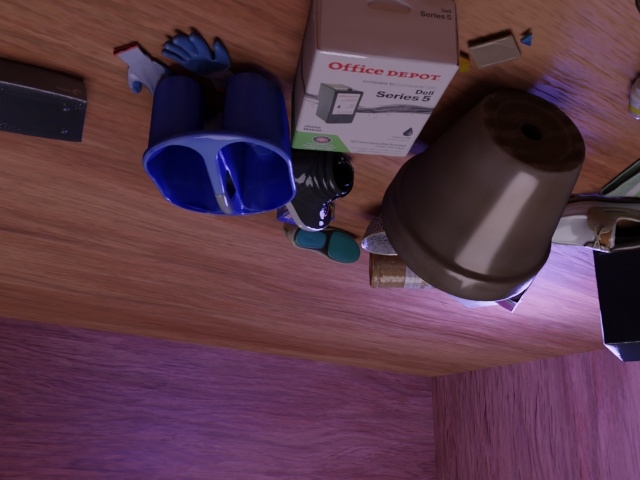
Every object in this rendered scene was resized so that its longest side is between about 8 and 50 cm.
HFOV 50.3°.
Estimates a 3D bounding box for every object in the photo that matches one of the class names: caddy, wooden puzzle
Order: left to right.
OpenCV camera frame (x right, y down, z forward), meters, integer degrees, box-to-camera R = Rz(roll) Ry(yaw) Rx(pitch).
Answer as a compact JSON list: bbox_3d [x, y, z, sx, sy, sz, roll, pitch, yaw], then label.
[{"bbox_3d":[-0.166,-0.138,1.170,0.241,0.179,0.341,-3,162,2],"label":"caddy"},{"bbox_3d":[0.264,-0.288,1.036,0.116,0.014,0.078,-7,163,20],"label":"wooden puzzle"}]

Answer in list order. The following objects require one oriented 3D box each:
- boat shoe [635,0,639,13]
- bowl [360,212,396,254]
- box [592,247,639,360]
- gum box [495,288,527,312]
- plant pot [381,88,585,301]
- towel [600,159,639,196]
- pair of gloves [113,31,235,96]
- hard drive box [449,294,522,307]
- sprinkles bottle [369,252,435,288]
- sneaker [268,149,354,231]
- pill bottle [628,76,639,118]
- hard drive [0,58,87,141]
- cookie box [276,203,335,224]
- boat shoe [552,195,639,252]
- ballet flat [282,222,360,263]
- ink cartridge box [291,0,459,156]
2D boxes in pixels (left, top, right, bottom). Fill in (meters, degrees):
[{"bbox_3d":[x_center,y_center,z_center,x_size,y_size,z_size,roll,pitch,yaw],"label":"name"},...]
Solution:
[{"bbox_3d":[0.527,-0.336,0.781,0.307,0.111,0.104,-13,154,8],"label":"boat shoe"},{"bbox_3d":[0.181,-0.028,1.651,0.170,0.080,0.170,0,160,0],"label":"bowl"},{"bbox_3d":[0.859,0.158,1.833,0.182,0.294,0.296,-12,156,30],"label":"box"},{"bbox_3d":[0.547,0.091,1.838,0.062,0.188,0.107,33,168,17],"label":"gum box"},{"bbox_3d":[0.306,-0.097,1.196,0.323,0.323,0.280,6,143,-16],"label":"plant pot"},{"bbox_3d":[0.799,-0.131,1.417,0.325,0.038,0.248,3,161,-7],"label":"towel"},{"bbox_3d":[-0.229,-0.270,1.084,0.198,0.023,0.159,-8,158,20],"label":"pair of gloves"},{"bbox_3d":[0.490,0.129,2.061,0.181,0.089,0.232,-10,157,27],"label":"hard drive box"},{"bbox_3d":[0.313,0.076,1.875,0.355,0.121,0.121,1,160,0],"label":"sprinkles bottle"},{"bbox_3d":[0.010,-0.097,1.427,0.147,0.105,0.296,-1,156,19],"label":"sneaker"},{"bbox_3d":[0.532,-0.237,1.121,0.043,0.043,0.083,-7,159,19],"label":"pill bottle"},{"bbox_3d":[-0.523,-0.238,1.132,0.254,0.054,0.172,8,159,-20],"label":"hard drive"},{"bbox_3d":[-0.035,-0.067,1.606,0.107,0.040,0.092,14,156,-34],"label":"cookie box"},{"bbox_3d":[0.637,-0.033,1.540,0.302,0.103,0.113,-9,126,8],"label":"boat shoe"},{"bbox_3d":[0.000,0.000,1.760,0.086,0.086,0.248,-17,152,40],"label":"ballet flat"},{"bbox_3d":[0.068,-0.240,1.019,0.198,0.115,0.273,4,160,-8],"label":"ink cartridge box"}]
